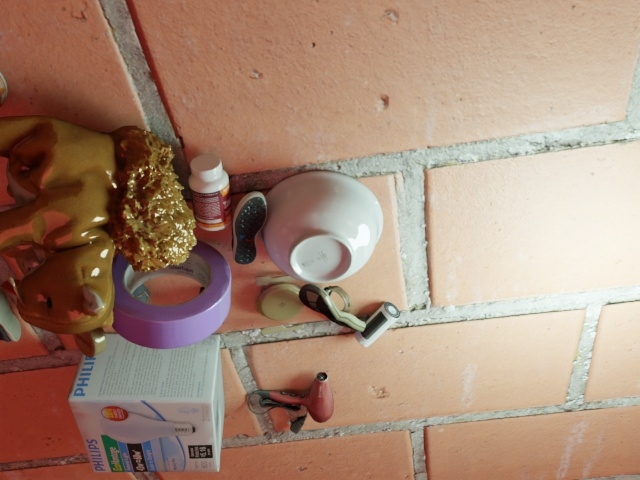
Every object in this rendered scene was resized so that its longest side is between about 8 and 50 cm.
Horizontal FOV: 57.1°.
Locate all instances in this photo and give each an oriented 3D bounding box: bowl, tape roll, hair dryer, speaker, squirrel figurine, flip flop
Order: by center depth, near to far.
[{"bbox_3d":[-0.426,-0.020,1.126,0.396,0.371,0.281,-11,163,-23],"label":"squirrel figurine"},{"bbox_3d":[-0.339,0.109,1.315,0.274,0.275,0.090,4,129,-5],"label":"tape roll"},{"bbox_3d":[0.000,0.000,1.329,0.297,0.134,0.298,-1,129,-1],"label":"bowl"},{"bbox_3d":[0.040,0.159,1.479,0.112,0.080,0.277,18,167,39],"label":"flip flop"},{"bbox_3d":[0.151,0.225,1.571,0.055,0.055,0.136,26,125,-22],"label":"speaker"},{"bbox_3d":[-0.066,0.488,1.765,0.223,0.080,0.293,33,121,-25],"label":"hair dryer"}]

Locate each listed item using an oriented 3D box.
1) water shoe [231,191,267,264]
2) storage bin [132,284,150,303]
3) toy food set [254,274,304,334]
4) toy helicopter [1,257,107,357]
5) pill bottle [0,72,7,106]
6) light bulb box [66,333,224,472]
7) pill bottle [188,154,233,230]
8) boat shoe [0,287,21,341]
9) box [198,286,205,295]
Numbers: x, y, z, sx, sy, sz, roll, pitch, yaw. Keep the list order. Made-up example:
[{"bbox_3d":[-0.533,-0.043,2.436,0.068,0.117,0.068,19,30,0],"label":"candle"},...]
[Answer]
[{"bbox_3d":[-0.172,-0.039,1.322,0.072,0.080,0.203,0,131,-22],"label":"water shoe"},{"bbox_3d":[-0.471,0.133,1.450,0.098,0.091,0.135,-16,129,11],"label":"storage bin"},{"bbox_3d":[-0.106,0.155,1.522,0.132,0.039,0.192,-6,125,-6],"label":"toy food set"},{"bbox_3d":[-0.589,0.112,1.300,0.355,0.140,0.235,53,128,11],"label":"toy helicopter"},{"bbox_3d":[-0.662,-0.240,1.053,0.121,0.216,0.121,-1,130,-1],"label":"pill bottle"},{"bbox_3d":[-0.459,0.454,1.631,0.360,0.225,0.358,1,130,-4],"label":"light bulb box"},{"bbox_3d":[-0.237,-0.103,1.265,0.085,0.086,0.152,-2,130,-1],"label":"pill bottle"},{"bbox_3d":[-0.830,0.189,1.496,0.064,0.075,0.206,-2,134,-4],"label":"boat shoe"},{"bbox_3d":[-0.277,0.166,1.502,0.052,0.062,0.083,-5,130,4],"label":"box"}]
